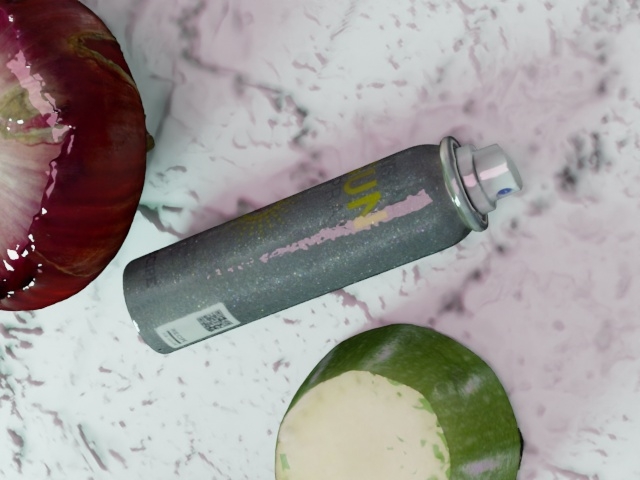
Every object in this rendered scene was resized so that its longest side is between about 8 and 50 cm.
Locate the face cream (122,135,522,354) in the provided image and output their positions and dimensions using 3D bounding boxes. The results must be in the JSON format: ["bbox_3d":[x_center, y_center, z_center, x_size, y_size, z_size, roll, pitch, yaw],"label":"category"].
[{"bbox_3d":[0.000,0.000,0.960,0.283,0.073,0.073,-21,88,17],"label":"face cream"}]

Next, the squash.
[{"bbox_3d":[0.045,0.142,0.939,0.170,0.123,0.170,0,89,15],"label":"squash"}]

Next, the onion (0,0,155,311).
[{"bbox_3d":[-0.218,-0.070,0.978,0.248,0.161,0.248,-2,84,23],"label":"onion"}]
